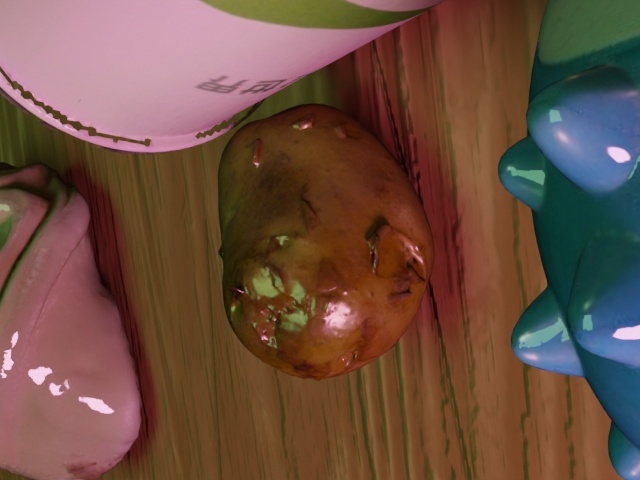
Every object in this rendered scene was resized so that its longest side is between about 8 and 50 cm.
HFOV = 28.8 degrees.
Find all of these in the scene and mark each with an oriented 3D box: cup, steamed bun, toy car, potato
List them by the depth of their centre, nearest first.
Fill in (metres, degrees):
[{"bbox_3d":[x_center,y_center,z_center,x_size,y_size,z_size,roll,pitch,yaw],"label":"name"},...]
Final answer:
[{"bbox_3d":[0.154,-0.020,0.433,0.188,0.190,0.255,-7,93,59],"label":"toy car"},{"bbox_3d":[-0.036,-0.186,0.635,0.274,0.253,0.253,-9,93,51],"label":"cup"},{"bbox_3d":[0.000,0.000,0.745,0.137,0.137,0.175,128,143,-51],"label":"potato"},{"bbox_3d":[-0.337,0.087,1.204,0.310,0.219,0.324,-4,97,58],"label":"steamed bun"}]
